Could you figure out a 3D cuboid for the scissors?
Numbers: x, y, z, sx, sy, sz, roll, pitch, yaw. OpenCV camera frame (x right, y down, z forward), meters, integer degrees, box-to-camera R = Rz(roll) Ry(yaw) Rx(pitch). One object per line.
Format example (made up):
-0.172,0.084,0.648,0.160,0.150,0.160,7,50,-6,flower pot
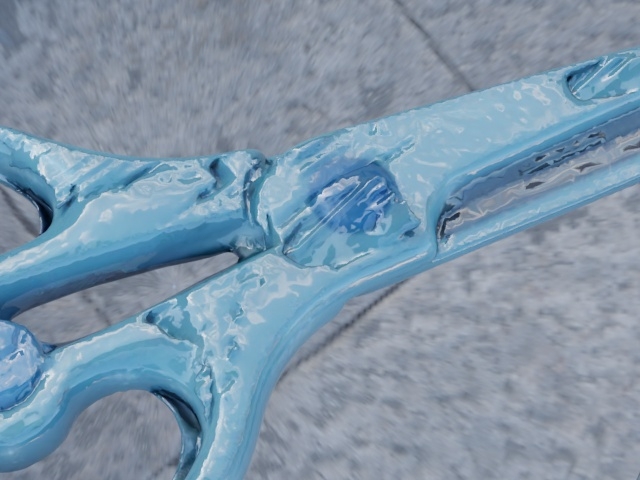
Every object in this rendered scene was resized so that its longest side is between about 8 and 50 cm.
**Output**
0.000,0.000,0.537,0.393,0.032,0.180,-19,65,-15,scissors

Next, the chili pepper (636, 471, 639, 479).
0.145,0.061,0.589,0.153,0.041,0.050,-47,121,-14,chili pepper
